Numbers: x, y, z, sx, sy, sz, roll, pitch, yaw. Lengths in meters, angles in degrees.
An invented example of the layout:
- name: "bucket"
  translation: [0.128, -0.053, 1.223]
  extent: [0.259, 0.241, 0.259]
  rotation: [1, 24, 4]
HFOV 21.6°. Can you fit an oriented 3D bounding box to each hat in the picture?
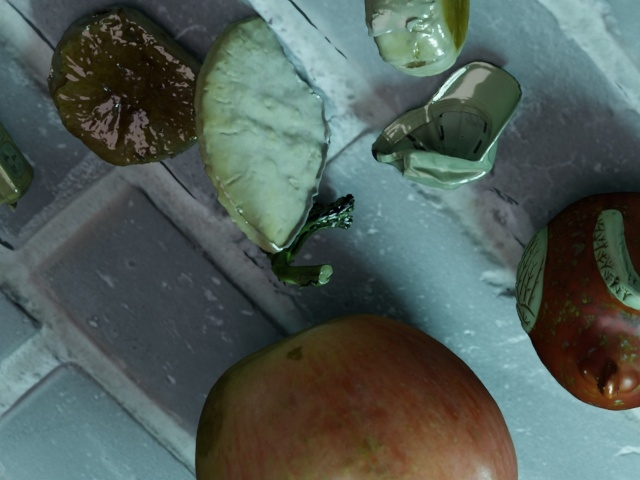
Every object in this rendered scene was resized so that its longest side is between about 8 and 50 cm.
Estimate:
- name: "hat"
  translation: [0.149, -0.122, 1.832]
  extent: [0.122, 0.081, 0.166]
  rotation: [46, 107, 30]

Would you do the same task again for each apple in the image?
- name: "apple"
  translation: [0.032, 0.250, 1.888]
  extent: [0.364, 0.364, 0.363]
  rotation: [5, 119, 9]

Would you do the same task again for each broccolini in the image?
- name: "broccolini"
  translation: [0.000, 0.003, 1.824]
  extent: [0.123, 0.271, 0.062]
  rotation: [-41, 105, 1]

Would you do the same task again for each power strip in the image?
- name: "power strip"
  translation: [-0.422, -0.167, 1.923]
  extent: [0.044, 0.064, 0.305]
  rotation: [-25, 110, 20]

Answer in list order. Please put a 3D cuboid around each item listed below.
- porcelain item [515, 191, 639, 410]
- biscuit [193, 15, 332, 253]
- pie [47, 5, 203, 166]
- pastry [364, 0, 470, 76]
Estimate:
- name: "porcelain item"
  translation: [0.325, 0.081, 1.804]
  extent: [0.253, 0.253, 0.253]
  rotation: [5, 119, 9]
- name: "biscuit"
  translation: [-0.056, -0.117, 1.817]
  extent: [0.040, 0.188, 0.265]
  rotation: [-18, 79, 47]
- name: "pie"
  translation: [-0.217, -0.167, 1.891]
  extent: [0.195, 0.046, 0.195]
  rotation: [6, 120, 10]
- name: "pastry"
  translation: [0.099, -0.251, 1.721]
  extent: [0.088, 0.166, 0.165]
  rotation: [0, 118, 19]
